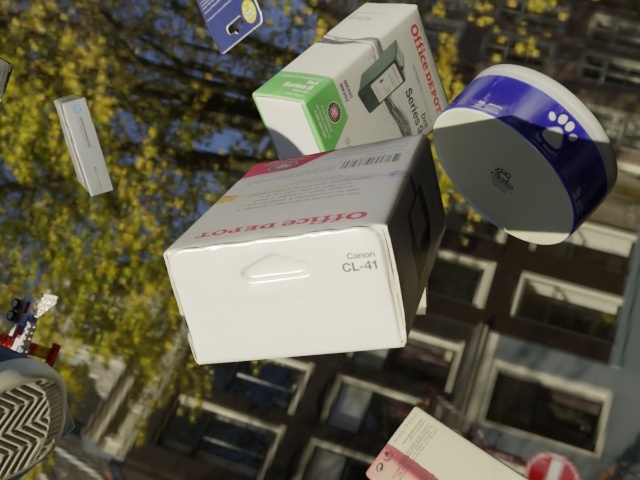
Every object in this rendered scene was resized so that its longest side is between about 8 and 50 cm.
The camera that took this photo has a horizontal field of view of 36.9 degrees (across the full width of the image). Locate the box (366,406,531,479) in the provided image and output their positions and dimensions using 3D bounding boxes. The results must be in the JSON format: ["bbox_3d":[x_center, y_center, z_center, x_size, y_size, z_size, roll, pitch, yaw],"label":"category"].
[{"bbox_3d":[0.201,0.355,1.314,0.127,0.232,0.148,-51,-53,-9],"label":"box"}]

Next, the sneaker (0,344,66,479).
[{"bbox_3d":[-0.380,0.156,0.742,0.350,0.148,0.131,-9,-65,-49],"label":"sneaker"}]

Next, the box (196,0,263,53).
[{"bbox_3d":[-0.118,-0.326,1.036,0.036,0.136,0.225,-24,-85,-26],"label":"box"}]

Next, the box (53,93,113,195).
[{"bbox_3d":[-0.372,-0.152,1.496,0.186,0.038,0.145,-156,50,-68],"label":"box"}]

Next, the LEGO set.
[{"bbox_3d":[-0.350,0.171,1.046,0.182,0.060,0.244,-41,-47,-43],"label":"LEGO set"}]

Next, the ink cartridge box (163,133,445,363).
[{"bbox_3d":[0.000,0.000,1.020,0.306,0.226,0.131,-58,-42,-63],"label":"ink cartridge box"}]

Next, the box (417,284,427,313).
[{"bbox_3d":[0.014,0.055,1.360,0.113,0.275,0.094,58,-147,-78],"label":"box"}]

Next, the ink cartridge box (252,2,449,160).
[{"bbox_3d":[0.059,-0.217,1.517,0.289,0.121,0.211,-45,-51,-28],"label":"ink cartridge box"}]

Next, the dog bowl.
[{"bbox_3d":[0.297,-0.123,1.413,0.104,0.265,0.265,-44,-24,-19],"label":"dog bowl"}]

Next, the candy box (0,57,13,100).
[{"bbox_3d":[-0.605,-0.269,1.430,0.233,0.159,0.071,30,-120,-38],"label":"candy box"}]
